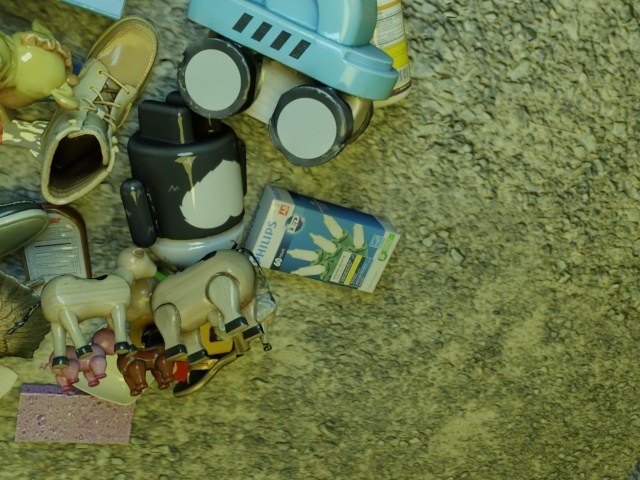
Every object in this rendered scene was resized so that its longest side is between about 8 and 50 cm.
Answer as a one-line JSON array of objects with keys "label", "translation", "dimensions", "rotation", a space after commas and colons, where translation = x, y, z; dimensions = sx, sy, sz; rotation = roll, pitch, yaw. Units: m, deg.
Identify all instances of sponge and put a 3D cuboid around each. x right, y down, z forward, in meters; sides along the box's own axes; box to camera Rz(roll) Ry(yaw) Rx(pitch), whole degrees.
[{"label": "sponge", "translation": [-0.466, 0.335, 1.237], "dimensions": [0.210, 0.031, 0.117], "rotation": [9, 113, -22]}]

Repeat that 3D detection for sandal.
[{"label": "sandal", "translation": [-0.217, 0.235, 1.251], "dimensions": [0.180, 0.072, 0.049], "rotation": [-38, 106, 1]}]

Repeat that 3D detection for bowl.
[{"label": "bowl", "translation": [-0.377, 0.224, 1.198], "dimensions": [0.142, 0.053, 0.142], "rotation": [33, 102, -30]}]

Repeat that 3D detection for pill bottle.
[{"label": "pill bottle", "translation": [0.076, -0.330, 1.031], "dimensions": [0.117, 0.117, 0.215], "rotation": [-18, 119, -9]}]

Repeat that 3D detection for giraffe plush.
[{"label": "giraffe plush", "translation": [-0.391, -0.220, 0.780], "dimensions": [0.170, 0.210, 0.181], "rotation": [-3, 94, -60]}]

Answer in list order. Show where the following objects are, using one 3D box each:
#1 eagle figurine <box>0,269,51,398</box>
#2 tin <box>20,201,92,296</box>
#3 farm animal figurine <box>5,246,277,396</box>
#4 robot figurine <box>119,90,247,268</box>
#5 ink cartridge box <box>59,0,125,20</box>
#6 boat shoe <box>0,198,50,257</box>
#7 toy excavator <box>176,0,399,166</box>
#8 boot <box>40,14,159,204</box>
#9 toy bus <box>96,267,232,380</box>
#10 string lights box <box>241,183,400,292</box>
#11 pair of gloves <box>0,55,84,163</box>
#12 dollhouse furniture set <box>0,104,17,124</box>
[{"label": "eagle figurine", "translation": [-0.513, 0.125, 0.900], "dimensions": [0.225, 0.298, 0.226], "rotation": [29, 79, -20]}, {"label": "tin", "translation": [-0.444, 0.027, 1.088], "dimensions": [0.106, 0.040, 0.190], "rotation": [-8, 118, -19]}, {"label": "farm animal figurine", "translation": [-0.233, 0.093, 0.943], "dimensions": [0.326, 0.172, 0.330], "rotation": [-18, 159, -7]}, {"label": "robot figurine", "translation": [-0.207, -0.089, 1.025], "dimensions": [0.209, 0.173, 0.278], "rotation": [-9, 118, -14]}, {"label": "ink cartridge box", "translation": [-0.387, -0.385, 0.786], "dimensions": [0.307, 0.223, 0.129], "rotation": [13, 107, -23]}, {"label": "boat shoe", "translation": [-0.586, -0.007, 0.983], "dimensions": [0.340, 0.113, 0.127], "rotation": [-25, 166, 5]}, {"label": "toy excavator", "translation": [-0.054, -0.386, 0.879], "dimensions": [0.433, 0.222, 0.445], "rotation": [28, 112, 6]}, {"label": "boot", "translation": [-0.307, -0.186, 0.903], "dimensions": [0.095, 0.203, 0.262], "rotation": [36, 99, -31]}, {"label": "toy bus", "translation": [-0.253, 0.161, 1.140], "dimensions": [0.202, 0.104, 0.191], "rotation": [-50, 120, -13]}, {"label": "string lights box", "translation": [0.000, 0.000, 1.195], "dimensions": [0.259, 0.077, 0.133], "rotation": [14, 112, -24]}, {"label": "pair of gloves", "translation": [-0.407, -0.196, 0.994], "dimensions": [0.159, 0.023, 0.198], "rotation": [10, 112, -22]}, {"label": "dollhouse furniture set", "translation": [-0.526, -0.143, 0.775], "dimensions": [0.173, 0.355, 0.303], "rotation": [-17, 119, 0]}]
